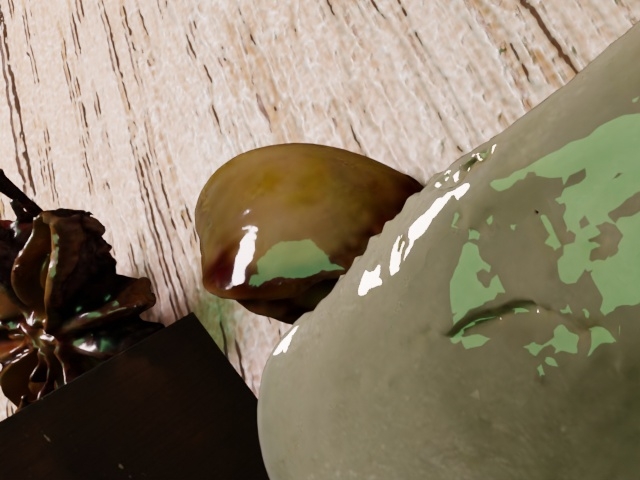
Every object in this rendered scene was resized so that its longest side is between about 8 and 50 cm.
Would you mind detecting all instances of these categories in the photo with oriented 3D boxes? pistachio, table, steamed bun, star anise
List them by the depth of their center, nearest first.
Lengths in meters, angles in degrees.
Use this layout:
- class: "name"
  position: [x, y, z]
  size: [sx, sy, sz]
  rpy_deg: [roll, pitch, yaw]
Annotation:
- class: "steamed bun"
  position: [0.170, 0.054, 0.513]
  size: [0.383, 0.247, 0.236]
  rpy_deg: [-45, 69, 24]
- class: "table"
  position: [-0.177, 0.231, 0.713]
  size: [0.282, 0.250, 0.196]
  rpy_deg: [-40, 86, 27]
- class: "pistachio"
  position: [0.000, 0.000, 0.743]
  size: [0.210, 0.130, 0.165]
  rpy_deg: [9, 45, 40]
- class: "star anise"
  position: [-0.202, 0.067, 0.884]
  size: [0.190, 0.126, 0.220]
  rpy_deg: [30, 122, 39]
